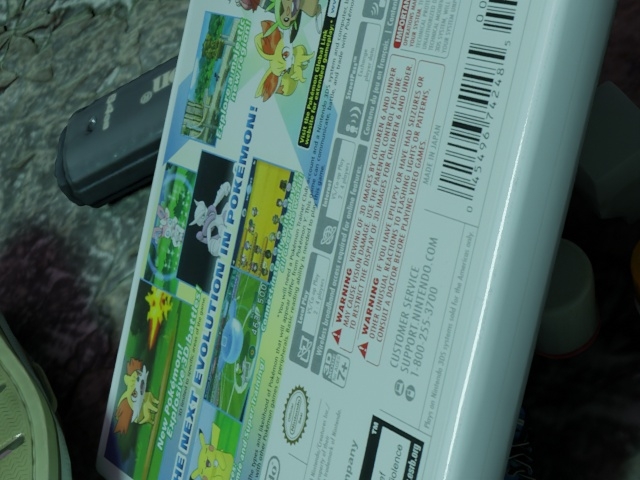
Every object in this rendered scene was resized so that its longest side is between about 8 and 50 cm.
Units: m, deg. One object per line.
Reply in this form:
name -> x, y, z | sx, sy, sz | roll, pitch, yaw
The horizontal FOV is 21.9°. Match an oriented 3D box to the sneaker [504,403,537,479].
sneaker -> 0.073, 0.103, 0.739 | 0.162, 0.063, 0.073 | 29, 79, 47

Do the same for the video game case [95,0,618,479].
video game case -> 0.000, 0.000, 0.767 | 0.300, 0.036, 0.329 | 22, 102, 56

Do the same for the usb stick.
usb stick -> -0.046, -0.100, 0.992 | 0.278, 0.045, 0.077 | -25, 49, 26

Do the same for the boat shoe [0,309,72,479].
boat shoe -> -0.186, 0.115, 0.922 | 0.113, 0.103, 0.302 | -30, 44, 3

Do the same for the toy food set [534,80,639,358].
toy food set -> 0.097, -0.022, 0.802 | 0.111, 0.104, 0.232 | -36, 60, -6
